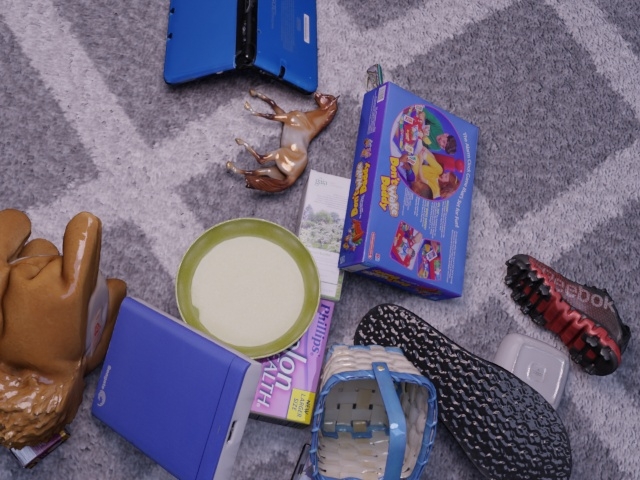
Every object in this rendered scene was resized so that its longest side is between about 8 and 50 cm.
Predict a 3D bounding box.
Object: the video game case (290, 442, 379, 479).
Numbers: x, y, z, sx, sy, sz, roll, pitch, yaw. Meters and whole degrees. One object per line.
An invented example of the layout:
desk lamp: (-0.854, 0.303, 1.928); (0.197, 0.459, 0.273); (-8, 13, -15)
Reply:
video game case: (0.054, 0.513, 1.360); (0.274, 0.035, 0.248); (23, 72, -1)

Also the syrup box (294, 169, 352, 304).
syrup box: (0.000, 0.000, 1.475); (0.093, 0.096, 0.237); (12, 71, -7)

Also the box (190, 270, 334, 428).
box: (-0.119, 0.192, 1.389); (0.242, 0.117, 0.214); (14, 72, -4)

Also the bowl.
bowl: (0.389, 0.247, 1.482); (0.142, 0.053, 0.142); (23, 71, 1)

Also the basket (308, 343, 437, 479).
basket: (0.085, 0.306, 1.272); (0.201, 0.289, 0.255); (5, 117, -4)

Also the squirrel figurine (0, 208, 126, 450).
squirrel figurine: (-0.543, 0.140, 1.269); (0.370, 0.281, 0.397); (9, 70, 1)

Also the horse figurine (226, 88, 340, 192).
horse figurine: (-0.074, -0.188, 1.533); (0.174, 0.066, 0.263); (18, 64, -10)

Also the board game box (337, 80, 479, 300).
board game box: (0.170, -0.086, 1.487); (0.233, 0.078, 0.347); (20, 69, -30)

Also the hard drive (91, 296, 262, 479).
hard drive: (-0.236, 0.236, 1.260); (0.318, 0.040, 0.210); (20, 94, 41)

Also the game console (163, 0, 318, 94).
game console: (-0.152, -0.412, 1.590); (0.250, 0.173, 0.293); (20, 56, -34)

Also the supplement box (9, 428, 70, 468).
supplement box: (-0.462, 0.333, 1.328); (0.083, 0.055, 0.043); (-39, 82, -16)

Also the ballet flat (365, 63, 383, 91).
ballet flat: (0.113, -0.299, 1.617); (0.041, 0.041, 0.114); (-7, 74, -10)

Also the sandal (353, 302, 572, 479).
sandal: (0.258, 0.270, 1.424); (0.445, 0.107, 0.168); (41, 93, 17)

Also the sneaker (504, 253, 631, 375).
sneaker: (0.469, 0.121, 1.511); (0.135, 0.098, 0.276); (-32, 69, -33)

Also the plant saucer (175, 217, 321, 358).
plant saucer: (-0.120, 0.081, 1.342); (0.240, 0.037, 0.241); (2, 72, -7)
